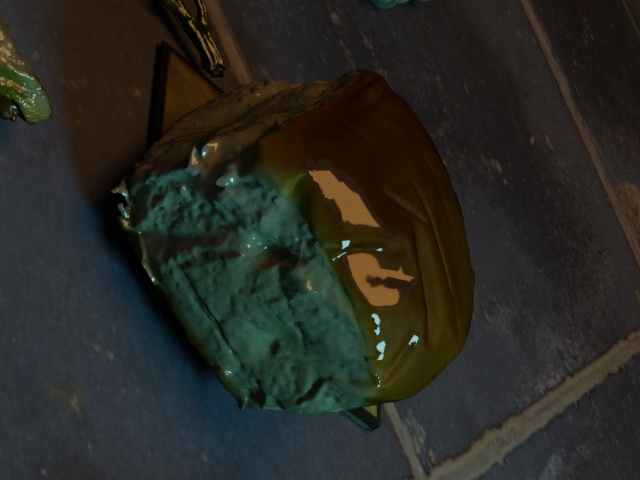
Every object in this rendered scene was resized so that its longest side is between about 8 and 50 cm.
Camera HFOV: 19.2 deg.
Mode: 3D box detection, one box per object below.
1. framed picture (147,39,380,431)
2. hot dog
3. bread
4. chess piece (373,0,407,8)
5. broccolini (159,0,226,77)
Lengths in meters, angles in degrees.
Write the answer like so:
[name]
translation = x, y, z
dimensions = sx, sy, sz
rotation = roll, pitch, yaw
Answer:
[framed picture]
translation = -0.047, -0.002, 1.765
dimensions = 0.338, 0.014, 0.255
rotation = 40, 37, -37
[hot dog]
translation = -0.271, -0.157, 1.463
dimensions = 0.169, 0.061, 0.078
rotation = 62, -13, -9
[bread]
translation = 0.000, 0.000, 1.596
dimensions = 0.279, 0.225, 0.250
rotation = 63, 30, -11
[chess piece]
translation = 0.094, -0.295, 2.184
dimensions = 0.149, 0.059, 0.059
rotation = -33, 97, -56
[broccolini]
translation = -0.135, -0.241, 1.748
dimensions = 0.201, 0.074, 0.058
rotation = 61, 12, -6
